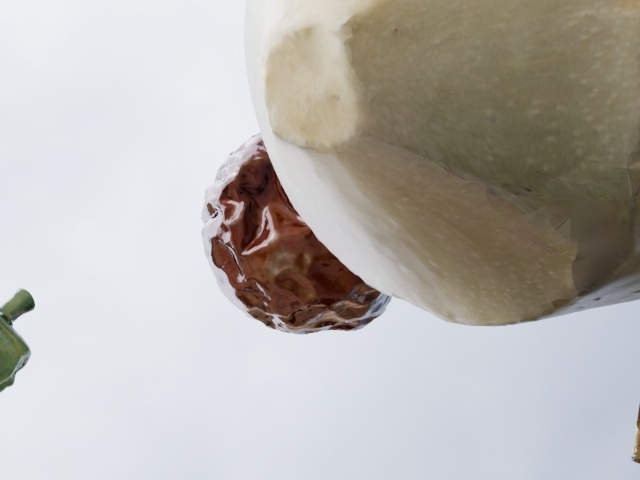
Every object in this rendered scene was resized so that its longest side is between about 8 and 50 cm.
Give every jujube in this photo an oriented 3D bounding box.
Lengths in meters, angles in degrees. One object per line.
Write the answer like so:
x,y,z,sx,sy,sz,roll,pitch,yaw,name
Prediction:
0.000,0.000,1.729,0.216,0.216,0.342,-59,-12,-3,jujube

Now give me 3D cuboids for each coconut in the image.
0.109,-0.104,1.043,0.352,0.352,0.352,-33,-42,-36,coconut

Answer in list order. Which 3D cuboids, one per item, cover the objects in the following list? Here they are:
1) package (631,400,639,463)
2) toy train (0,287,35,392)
0.353,0.175,1.567,0.071,0.131,0.047,-64,-24,-62,package
-0.371,0.050,1.387,0.221,0.304,0.150,-46,0,-40,toy train
